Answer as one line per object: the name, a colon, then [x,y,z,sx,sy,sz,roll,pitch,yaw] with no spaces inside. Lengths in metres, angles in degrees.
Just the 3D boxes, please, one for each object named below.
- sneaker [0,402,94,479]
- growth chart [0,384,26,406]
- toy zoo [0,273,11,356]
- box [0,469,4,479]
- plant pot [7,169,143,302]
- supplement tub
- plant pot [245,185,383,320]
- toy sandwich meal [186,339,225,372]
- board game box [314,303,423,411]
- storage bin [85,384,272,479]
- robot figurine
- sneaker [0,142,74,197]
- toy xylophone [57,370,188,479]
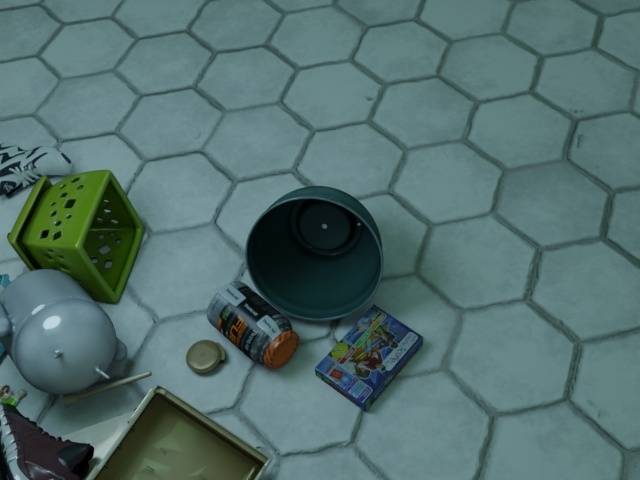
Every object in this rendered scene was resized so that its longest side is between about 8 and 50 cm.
sneaker: [-0.518,0.396,1.556,0.162,0.106,0.281,-8,28,-27]
growth chart: [-0.754,0.324,1.687,0.237,0.021,0.172,35,60,-15]
toy zoo: [-0.764,0.188,1.773,0.030,0.192,0.293,-19,37,48]
box: [-0.626,0.440,1.529,0.056,0.231,0.183,-27,57,-19]
plant pot: [-0.560,-0.011,1.871,0.207,0.228,0.227,3,54,14]
supplement tub: [-0.142,0.182,1.752,0.190,0.117,0.117,36,64,28]
plant pot: [0.000,0.000,1.801,0.293,0.293,0.196,4,28,8]
toy sandwich meal: [-0.247,0.250,1.767,0.085,0.029,0.086,-4,56,6]
board game box: [0.104,0.244,1.737,0.136,0.035,0.201,33,63,26]
storage bin: [-0.272,0.440,1.495,0.260,0.123,0.262,34,71,2]
robot figurine: [-0.546,0.186,1.695,0.353,0.300,0.200,30,100,51]
sneaker: [-0.748,-0.162,2.075,0.234,0.094,0.153,13,57,14]
toy xylophone: [-0.396,0.394,1.637,0.322,0.081,0.236,-12,53,-4]
